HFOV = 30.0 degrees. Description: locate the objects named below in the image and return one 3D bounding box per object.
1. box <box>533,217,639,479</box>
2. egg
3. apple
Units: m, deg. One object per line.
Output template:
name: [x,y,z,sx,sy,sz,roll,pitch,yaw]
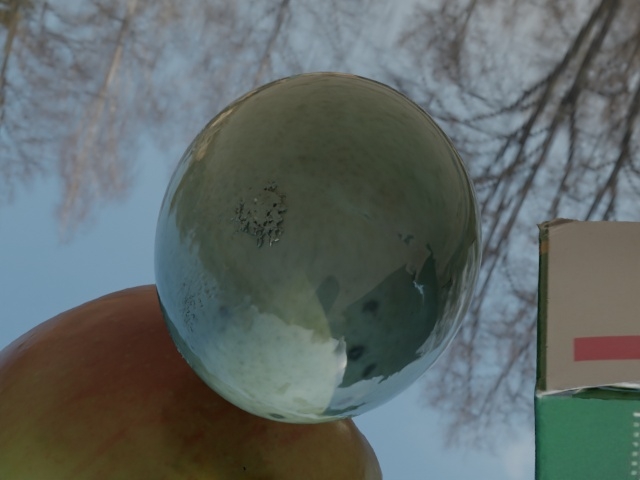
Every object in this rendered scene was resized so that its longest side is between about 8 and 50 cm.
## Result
box: [0.132,0.106,0.521,0.081,0.199,0.135,-1,-152,13]
egg: [0.000,0.000,0.625,0.169,0.169,0.236,20,-155,-5]
apple: [-0.107,0.180,0.838,0.277,0.319,0.319,-31,-143,-9]
